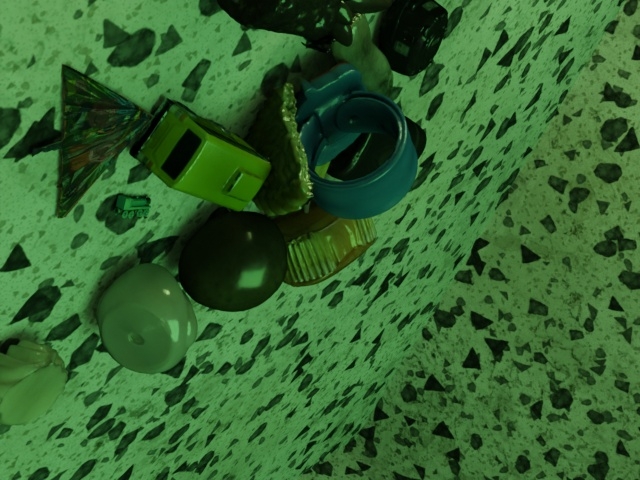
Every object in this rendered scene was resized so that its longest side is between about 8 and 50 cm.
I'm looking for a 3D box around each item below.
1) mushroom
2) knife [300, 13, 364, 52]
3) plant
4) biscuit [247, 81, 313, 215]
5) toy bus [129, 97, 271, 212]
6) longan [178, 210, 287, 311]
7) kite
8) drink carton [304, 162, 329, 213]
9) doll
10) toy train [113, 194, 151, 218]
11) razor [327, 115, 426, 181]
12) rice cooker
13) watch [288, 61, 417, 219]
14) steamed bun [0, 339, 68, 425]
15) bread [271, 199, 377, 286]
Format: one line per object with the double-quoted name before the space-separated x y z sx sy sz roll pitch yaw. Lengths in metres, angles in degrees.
"mushroom" 0.080 -0.386 1.849 0.109 0.097 0.351 -49 155 -5
"knife" 0.093 -0.497 1.686 0.365 0.089 0.043 -50 161 -16
"plant" -0.020 -0.438 1.474 0.320 0.181 0.194 -19 138 -54
"biscuit" -0.094 -0.158 1.733 0.036 0.274 0.187 11 143 -36
"toy bus" -0.208 -0.146 1.625 0.128 0.150 0.262 -54 155 8
"longan" -0.187 0.047 1.904 0.245 0.215 0.246 -14 142 -11
"kite" -0.372 -0.170 1.458 0.234 0.016 0.321 -28 150 -38
"drink carton" -0.026 -0.157 2.040 0.084 0.074 0.200 -25 149 -42
"doll" -0.342 0.150 1.834 0.221 0.221 0.251 -30 136 -38
"toy train" -0.350 -0.064 1.657 0.092 0.029 0.045 -9 119 -63
"razor" 0.133 -0.225 2.172 0.204 0.113 0.349 -56 154 14
"rice cooker" 0.202 -0.453 1.929 0.142 0.118 0.203 -40 157 -34
"watch" 0.030 -0.170 1.787 0.305 0.274 0.241 -38 150 -2
"steamed bun" -0.567 0.262 1.674 0.183 0.106 0.183 -41 154 -25
"bread" 0.000 0.000 2.121 0.288 0.204 0.156 -38 118 -40
